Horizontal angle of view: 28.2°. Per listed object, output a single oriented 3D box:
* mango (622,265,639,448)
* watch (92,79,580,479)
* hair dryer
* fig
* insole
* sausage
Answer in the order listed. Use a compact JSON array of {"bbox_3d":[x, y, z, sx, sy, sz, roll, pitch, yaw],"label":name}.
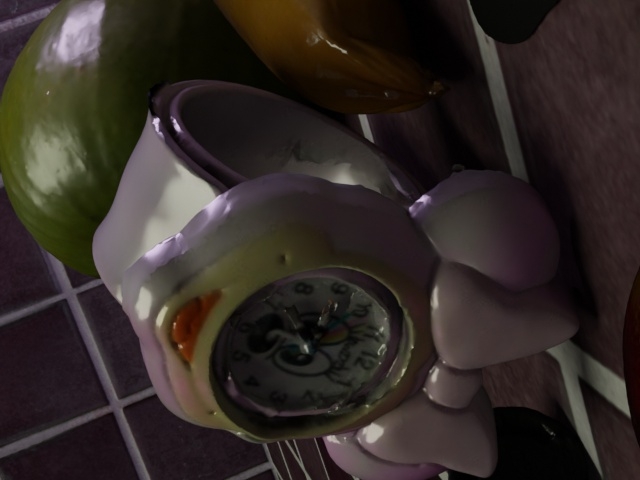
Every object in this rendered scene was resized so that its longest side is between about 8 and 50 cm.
[{"bbox_3d":[0.153,0.031,0.360,0.267,0.111,0.133,110,149,-68],"label":"mango"},{"bbox_3d":[0.000,0.000,0.754,0.211,0.248,0.217,-63,25,27],"label":"watch"},{"bbox_3d":[0.171,0.253,0.826,0.251,0.089,0.197,54,163,34],"label":"hair dryer"},{"bbox_3d":[-0.142,-0.120,1.168,0.316,0.316,0.316,158,90,-80],"label":"fig"},{"bbox_3d":[0.097,-0.128,0.623,0.153,0.002,0.053,142,106,-80],"label":"insole"},{"bbox_3d":[-0.008,-0.160,0.835,0.328,0.112,0.112,55,163,45],"label":"sausage"}]
